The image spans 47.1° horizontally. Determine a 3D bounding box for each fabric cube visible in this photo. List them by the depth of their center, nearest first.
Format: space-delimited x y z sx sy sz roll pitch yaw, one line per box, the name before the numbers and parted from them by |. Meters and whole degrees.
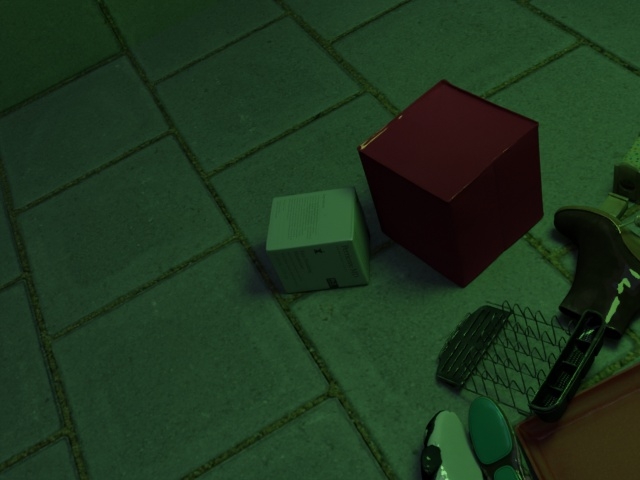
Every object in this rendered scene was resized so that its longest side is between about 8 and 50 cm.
fabric cube | 0.268 -0.119 1.478 0.259 0.258 0.254 -39 48 -16

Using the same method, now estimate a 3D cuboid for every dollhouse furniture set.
dollhouse furniture set | 0.660 -0.108 1.438 0.160 0.101 0.182 26 63 35

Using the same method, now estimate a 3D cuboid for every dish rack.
dish rack | 0.337 0.193 1.283 0.271 0.074 0.208 15 55 44

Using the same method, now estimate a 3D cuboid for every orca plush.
orca plush | 0.214 0.420 1.168 0.151 0.102 0.287 6 46 -38

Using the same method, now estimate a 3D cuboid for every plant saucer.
plant saucer | 0.458 0.324 1.106 0.259 0.048 0.258 -31 29 9

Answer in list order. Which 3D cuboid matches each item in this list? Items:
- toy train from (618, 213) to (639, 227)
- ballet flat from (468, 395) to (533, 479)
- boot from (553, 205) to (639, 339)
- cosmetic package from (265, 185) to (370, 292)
toy train | 0.684 -0.012 1.337 0.247 0.105 0.143 -21 60 -13
ballet flat | 0.299 0.358 1.172 0.076 0.079 0.222 -34 53 22
boot | 0.500 0.050 1.362 0.248 0.090 0.207 33 65 34
cosmetic package | 0.000 0.000 1.539 0.183 0.151 0.152 -8 49 15
